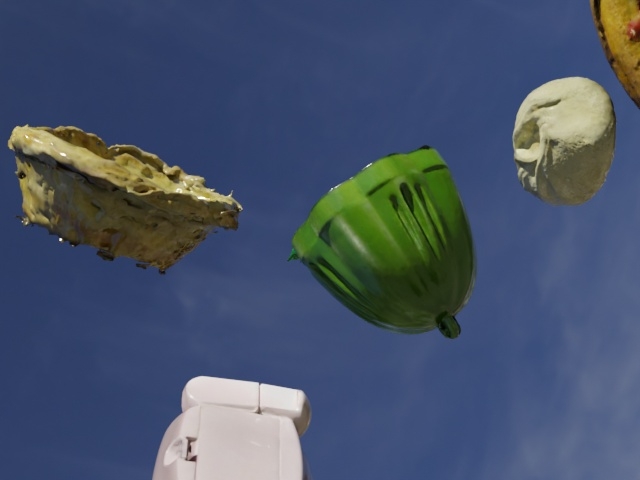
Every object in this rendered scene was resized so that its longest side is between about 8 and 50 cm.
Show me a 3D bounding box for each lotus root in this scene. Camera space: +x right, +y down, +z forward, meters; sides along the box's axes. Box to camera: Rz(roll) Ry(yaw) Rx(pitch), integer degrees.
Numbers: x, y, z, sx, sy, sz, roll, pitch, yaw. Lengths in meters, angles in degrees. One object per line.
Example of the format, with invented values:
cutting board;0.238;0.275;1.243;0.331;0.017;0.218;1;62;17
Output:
lotus root;0.087;0.028;1.488;0.186;0.186;0.186;-23;-57;-41

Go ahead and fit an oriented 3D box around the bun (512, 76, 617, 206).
bun;0.151;-0.064;0.980;0.054;0.086;0.086;3;-74;-19

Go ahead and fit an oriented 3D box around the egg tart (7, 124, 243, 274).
egg tart;-0.164;-0.032;1.239;0.212;0.212;0.090;15;-85;-50

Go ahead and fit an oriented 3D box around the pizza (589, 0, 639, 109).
pizza;0.285;-0.133;1.022;0.185;0.176;0.036;63;-155;8

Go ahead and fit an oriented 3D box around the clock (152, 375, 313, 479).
clock;-0.105;0.362;1.694;0.342;0.184;0.326;-81;-1;-61

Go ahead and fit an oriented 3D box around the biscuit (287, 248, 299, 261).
biscuit;0.000;0.000;1.730;0.046;0.016;0.089;-37;-9;35
